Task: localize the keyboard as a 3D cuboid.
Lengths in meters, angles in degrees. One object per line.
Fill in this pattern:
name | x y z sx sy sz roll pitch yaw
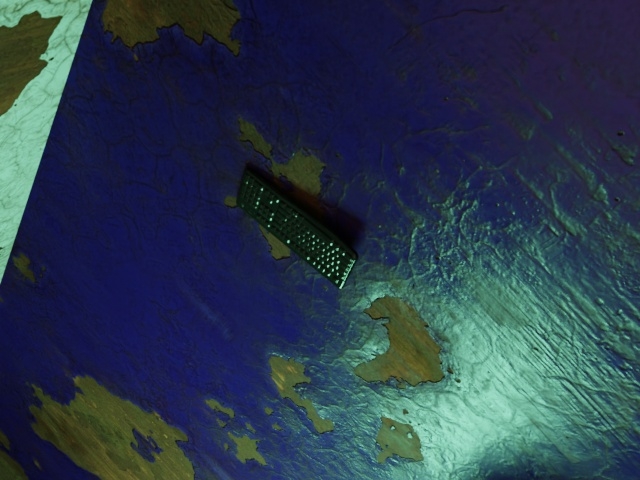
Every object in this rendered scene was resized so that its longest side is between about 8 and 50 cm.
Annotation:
keyboard | -0.006 0.007 1.077 0.381 0.041 0.104 34 132 12
